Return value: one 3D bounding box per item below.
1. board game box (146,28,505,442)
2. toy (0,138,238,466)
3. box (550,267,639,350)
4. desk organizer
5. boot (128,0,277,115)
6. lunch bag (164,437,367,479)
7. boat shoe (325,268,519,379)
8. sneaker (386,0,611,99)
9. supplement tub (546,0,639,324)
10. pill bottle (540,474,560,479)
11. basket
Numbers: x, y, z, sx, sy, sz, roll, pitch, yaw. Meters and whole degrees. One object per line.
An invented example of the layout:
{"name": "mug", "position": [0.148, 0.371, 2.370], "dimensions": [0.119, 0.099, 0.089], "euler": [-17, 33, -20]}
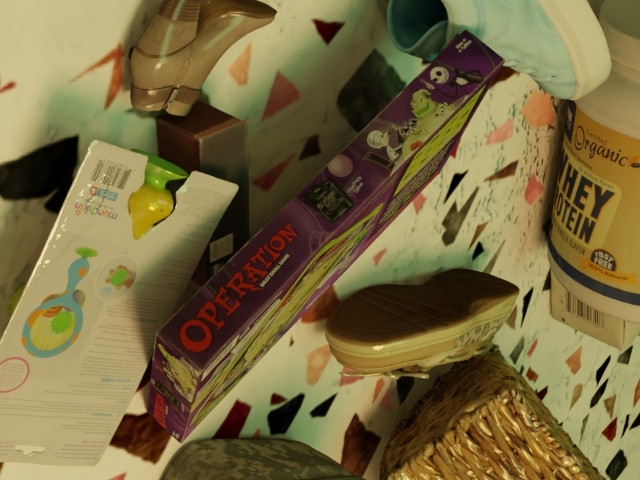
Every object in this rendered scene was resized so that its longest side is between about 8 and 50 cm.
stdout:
{"name": "board game box", "position": [0.000, 0.000, 0.926], "dimensions": [0.347, 0.056, 0.208], "euler": [-46, 167, -24]}
{"name": "toy", "position": [-0.165, 0.043, 0.809], "dimensions": [0.137, 0.056, 0.237], "euler": [16, 108, -51]}
{"name": "box", "position": [0.411, 0.009, 1.481], "dimensions": [0.275, 0.113, 0.094], "euler": [-41, 138, -30]}
{"name": "desk organizer", "position": [-0.086, -0.033, 0.869], "dimensions": [0.047, 0.050, 0.130], "euler": [-28, 133, -38]}
{"name": "boot", "position": [-0.085, -0.130, 0.822], "dimensions": [0.118, 0.042, 0.087], "euler": [-5, 122, -49]}
{"name": "lunch bag", "position": [-0.027, 0.346, 1.014], "dimensions": [0.212, 0.256, 0.305], "euler": [15, 100, -55]}
{"name": "boat shoe", "position": [0.105, 0.095, 1.150], "dimensions": [0.285, 0.104, 0.089], "euler": [-10, 117, -50]}
{"name": "sneaker", "position": [0.128, -0.204, 0.990], "dimensions": [0.150, 0.135, 0.366], "euler": [-37, 144, 9]}
{"name": "supplement tub", "position": [0.374, -0.092, 1.264], "dimensions": [0.228, 0.228, 0.316], "euler": [-28, 132, -39]}
{"name": "pill bottle", "position": [0.220, 0.441, 1.434], "dimensions": [0.363, 0.210, 0.210], "euler": [-16, 125, -46]}
{"name": "basket", "position": [0.200, 0.297, 1.263], "dimensions": [0.213, 0.299, 0.223], "euler": [-39, -175, 6]}
